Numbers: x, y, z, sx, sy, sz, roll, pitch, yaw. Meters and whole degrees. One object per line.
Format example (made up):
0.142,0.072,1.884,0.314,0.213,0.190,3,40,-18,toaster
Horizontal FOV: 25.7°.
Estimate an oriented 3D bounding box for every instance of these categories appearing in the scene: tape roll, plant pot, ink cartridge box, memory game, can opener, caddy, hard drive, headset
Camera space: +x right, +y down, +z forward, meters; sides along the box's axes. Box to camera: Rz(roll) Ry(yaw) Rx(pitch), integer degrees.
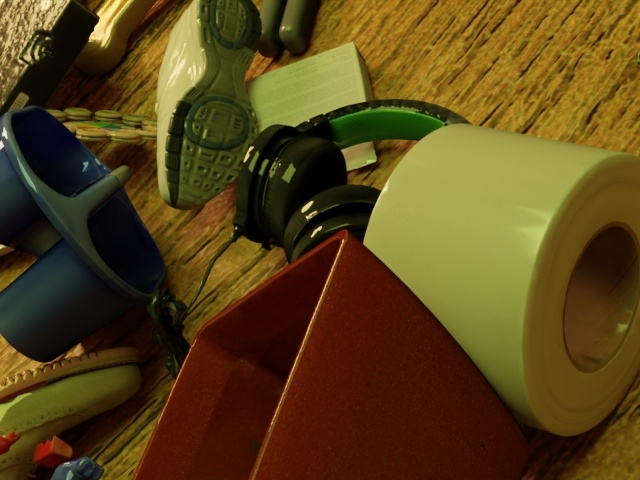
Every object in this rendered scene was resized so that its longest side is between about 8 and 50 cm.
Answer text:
0.172,0.030,1.215,0.169,0.246,0.246,16,61,39,tape roll
0.008,0.196,1.125,0.267,0.235,0.267,-34,29,53,plant pot
-0.006,-0.132,1.627,0.145,0.045,0.179,-18,58,14,ink cartridge box
-0.270,-0.142,1.708,0.186,0.012,0.186,6,14,-1,memory game
-0.037,-0.356,1.809,0.074,0.093,0.280,-7,53,24,can opener
-0.272,-0.020,1.483,0.179,0.241,0.341,-37,8,5,caddy
-0.451,-0.256,1.861,0.339,0.064,0.237,32,89,44,hard drive
0.000,0.000,1.454,0.394,0.185,0.243,-28,45,-18,headset

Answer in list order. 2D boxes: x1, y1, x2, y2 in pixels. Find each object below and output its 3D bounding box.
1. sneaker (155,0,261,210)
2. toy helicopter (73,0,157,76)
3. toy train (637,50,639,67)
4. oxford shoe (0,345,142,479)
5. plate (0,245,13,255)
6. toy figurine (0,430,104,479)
-0.143,-0.159,1.656,0.129,0.111,0.297,-31,42,48,sneaker
-0.212,-0.365,1.913,0.235,0.140,0.355,30,81,34,toy helicopter
0.367,-0.186,1.460,0.083,0.024,0.017,14,59,37,toy train
-0.343,0.241,1.435,0.397,0.140,0.146,-29,80,-8,oxford shoe
-0.476,-0.038,1.798,0.277,0.045,0.278,-23,43,8,plate
-0.266,0.303,1.203,0.217,0.191,0.363,-31,40,46,toy figurine
